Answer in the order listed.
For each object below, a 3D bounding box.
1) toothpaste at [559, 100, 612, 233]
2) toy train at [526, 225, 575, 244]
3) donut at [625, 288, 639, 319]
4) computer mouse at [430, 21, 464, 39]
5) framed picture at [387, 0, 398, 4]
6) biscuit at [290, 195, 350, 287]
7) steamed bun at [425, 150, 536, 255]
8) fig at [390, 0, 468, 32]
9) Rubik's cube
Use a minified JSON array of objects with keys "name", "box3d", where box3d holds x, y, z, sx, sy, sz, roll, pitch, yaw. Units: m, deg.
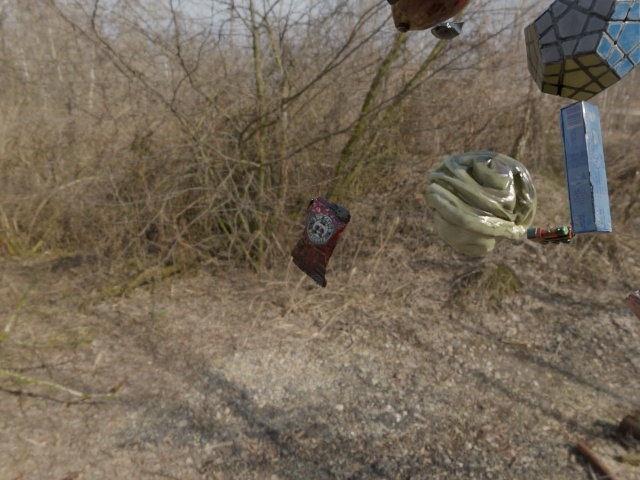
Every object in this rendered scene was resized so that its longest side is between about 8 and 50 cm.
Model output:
[{"name":"toothpaste","box3d":[0.548,-0.148,0.917,0.066,0.272,0.053,3,-9,-33]},{"name":"toy train","box3d":[0.586,-0.016,1.122,0.064,0.044,0.103,20,-18,-34]},{"name":"donut","box3d":[0.841,0.182,1.113,0.065,0.166,0.117,-41,5,9]},{"name":"computer mouse","box3d":[0.472,-0.780,1.648,0.099,0.057,0.172,11,26,38]},{"name":"framed picture","box3d":[0.213,-0.740,1.096,0.265,0.016,0.347,-18,-14,34]},{"name":"biscuit","box3d":[-0.004,-0.002,1.239,0.151,0.235,0.063,33,19,34]},{"name":"steamed bun","box3d":[0.530,-0.142,1.418,0.352,0.339,0.247,-13,-15,-21]},{"name":"fig","box3d":[0.339,-0.782,1.381,0.263,0.223,0.224,-15,8,32]},{"name":"Rubik's cube","box3d":[0.707,-0.538,1.180,0.319,0.318,0.264,-7,23,-15]}]
